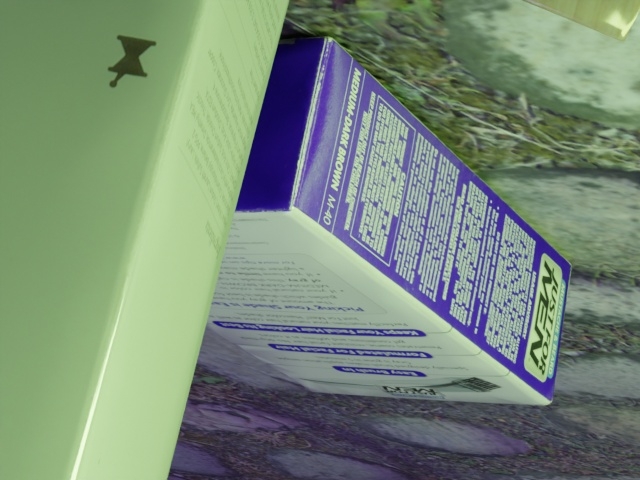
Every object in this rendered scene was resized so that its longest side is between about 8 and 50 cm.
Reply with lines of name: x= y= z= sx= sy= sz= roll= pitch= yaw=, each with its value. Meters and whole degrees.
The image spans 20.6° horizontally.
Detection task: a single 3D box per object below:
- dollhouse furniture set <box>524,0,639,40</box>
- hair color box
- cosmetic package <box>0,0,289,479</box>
dollhouse furniture set: x=0.197 y=-0.116 z=0.555 sx=0.303 sy=0.174 sz=0.355 roll=20 pitch=-169 yaw=-14
hair color box: x=0.000 y=0.000 z=1.058 sx=0.185 sy=0.110 sz=0.339 roll=0 pitch=158 yaw=31
cosmetic package: x=-0.156 y=0.004 z=0.704 sx=0.217 sy=0.385 sz=0.156 roll=9 pitch=163 yaw=8
